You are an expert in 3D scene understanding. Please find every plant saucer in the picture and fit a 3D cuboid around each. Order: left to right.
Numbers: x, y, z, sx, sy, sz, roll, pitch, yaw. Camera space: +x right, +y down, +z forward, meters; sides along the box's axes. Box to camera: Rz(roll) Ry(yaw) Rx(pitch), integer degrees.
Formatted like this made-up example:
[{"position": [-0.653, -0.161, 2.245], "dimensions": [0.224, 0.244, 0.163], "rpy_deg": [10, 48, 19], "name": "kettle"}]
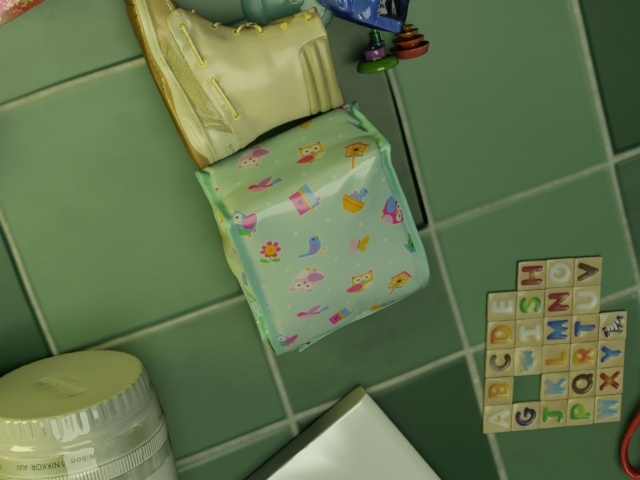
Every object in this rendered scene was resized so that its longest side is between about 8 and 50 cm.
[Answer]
[{"position": [-0.034, -0.289, 1.784], "dimensions": [0.119, 0.021, 0.119], "rpy_deg": [-4, 105, -13], "name": "plant saucer"}]

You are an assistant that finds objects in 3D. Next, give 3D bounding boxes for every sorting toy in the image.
[{"position": [0.082, -0.234, 1.809], "dimensions": [0.102, 0.061, 0.042], "rpy_deg": [-25, 111, -31], "name": "sorting toy"}]

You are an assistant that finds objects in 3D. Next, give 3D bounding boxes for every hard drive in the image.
[{"position": [0.071, 0.390, 1.986], "dimensions": [0.233, 0.047, 0.353], "rpy_deg": [-40, 111, -1], "name": "hard drive"}]

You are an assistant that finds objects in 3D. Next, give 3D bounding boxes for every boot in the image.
[{"position": [-0.103, -0.239, 1.729], "dimensions": [0.203, 0.095, 0.262], "rpy_deg": [-23, 94, -6], "name": "boot"}]

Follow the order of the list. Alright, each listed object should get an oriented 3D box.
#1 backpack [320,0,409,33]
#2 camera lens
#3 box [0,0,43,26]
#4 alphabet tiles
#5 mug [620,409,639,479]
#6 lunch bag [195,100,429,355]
[{"position": [0.061, -0.312, 1.756], "dimensions": [0.101, 0.098, 0.120], "rpy_deg": [14, 97, -31], "name": "backpack"}, {"position": [-0.276, 0.293, 1.779], "dimensions": [0.219, 0.219, 0.274], "rpy_deg": [-13, 108, -10], "name": "camera lens"}, {"position": [-0.283, -0.349, 1.648], "dimensions": [0.256, 0.128, 0.123], "rpy_deg": [-31, 110, -5], "name": "box"}, {"position": [0.313, 0.137, 1.997], "dimensions": [0.198, 0.009, 0.237], "rpy_deg": [-4, 106, -13], "name": "alphabet tiles"}, {"position": [0.487, 0.263, 2.023], "dimensions": [0.150, 0.113, 0.169], "rpy_deg": [-11, 104, -13], "name": "mug"}, {"position": [0.000, 0.000, 1.796], "dimensions": [0.223, 0.160, 0.262], "rpy_deg": [-26, 129, -7], "name": "lunch bag"}]
